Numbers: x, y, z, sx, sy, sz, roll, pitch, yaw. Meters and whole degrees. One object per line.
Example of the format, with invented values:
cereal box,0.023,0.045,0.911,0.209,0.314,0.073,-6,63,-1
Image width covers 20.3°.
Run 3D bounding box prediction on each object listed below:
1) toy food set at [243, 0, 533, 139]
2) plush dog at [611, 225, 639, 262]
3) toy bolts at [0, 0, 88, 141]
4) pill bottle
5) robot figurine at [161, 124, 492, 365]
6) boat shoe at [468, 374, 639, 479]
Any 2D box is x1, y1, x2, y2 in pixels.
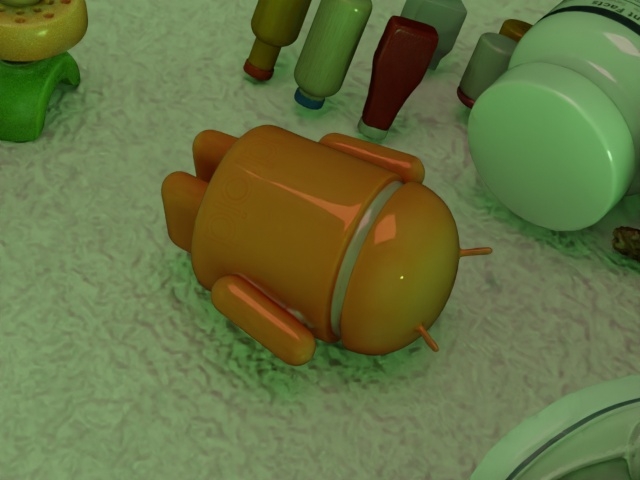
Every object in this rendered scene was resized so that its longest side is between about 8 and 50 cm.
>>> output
toy food set,0.061,-0.139,1.416,0.232,0.104,0.111,14,28,-18
plush dog,0.323,-0.053,1.230,0.211,0.225,0.262,15,42,10
toy bolts,-0.299,-0.139,1.308,0.218,0.158,0.228,14,45,9
pill bottle,0.234,-0.127,1.357,0.153,0.153,0.265,31,50,23
robot figurine,-0.001,0.002,1.220,0.219,0.128,0.158,22,19,17
boat shoe,0.213,0.137,1.125,0.258,0.095,0.084,-19,45,-22
